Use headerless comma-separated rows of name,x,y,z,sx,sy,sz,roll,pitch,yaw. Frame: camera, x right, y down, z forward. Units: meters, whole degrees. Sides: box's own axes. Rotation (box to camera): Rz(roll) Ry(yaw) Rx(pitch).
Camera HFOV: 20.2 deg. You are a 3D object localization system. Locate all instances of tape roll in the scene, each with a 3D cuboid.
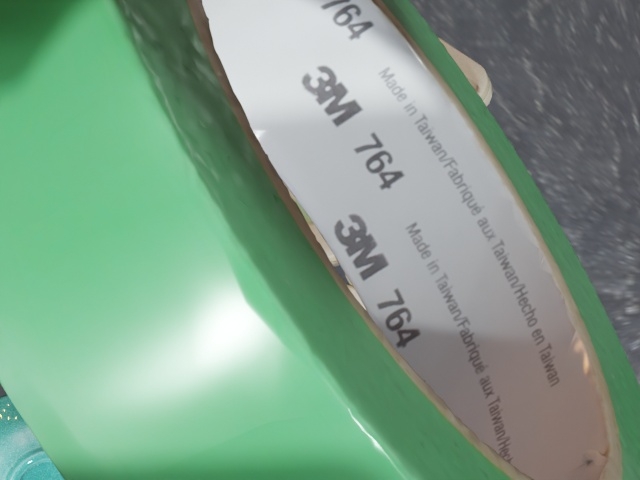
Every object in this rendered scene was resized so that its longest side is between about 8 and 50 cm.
tape roll,0.000,0.000,0.577,0.077,0.321,0.321,-33,81,18

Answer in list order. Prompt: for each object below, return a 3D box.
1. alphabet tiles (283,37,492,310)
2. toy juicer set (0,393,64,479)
alphabet tiles,-0.023,-0.037,1.188,0.278,0.021,0.284,37,80,27
toy juicer set,-0.240,0.152,1.436,0.329,0.089,0.209,-20,109,-20
